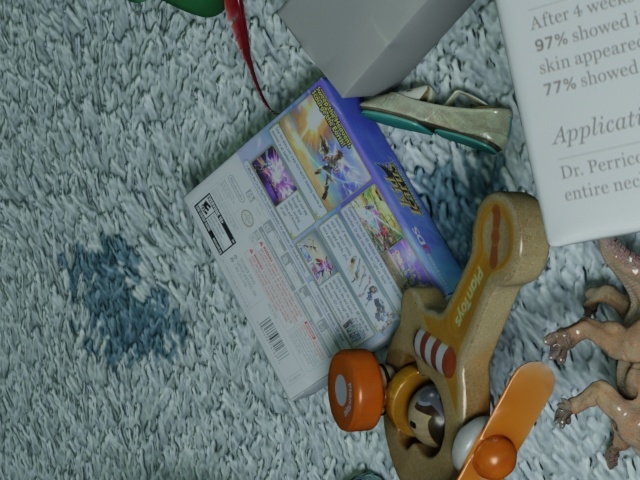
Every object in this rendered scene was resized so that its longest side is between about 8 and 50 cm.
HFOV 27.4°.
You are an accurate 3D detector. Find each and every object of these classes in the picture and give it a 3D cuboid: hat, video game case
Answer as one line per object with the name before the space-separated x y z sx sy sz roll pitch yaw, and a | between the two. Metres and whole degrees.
hat | -0.105 -0.283 1.491 0.173 0.183 0.209 13 71 56
video game case | 0.000 0.000 1.431 0.244 0.061 0.270 -37 75 34

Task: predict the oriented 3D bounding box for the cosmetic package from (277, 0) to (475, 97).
cosmetic package | 0.081 -0.265 1.313 0.238 0.107 0.127 -46 71 34

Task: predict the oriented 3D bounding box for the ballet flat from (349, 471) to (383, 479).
ballet flat | 0.083 0.336 1.418 0.188 0.070 0.070 48 121 20

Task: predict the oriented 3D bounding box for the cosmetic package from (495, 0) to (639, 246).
cosmetic package | 0.340 -0.228 0.991 0.329 0.327 0.394 -10 91 36

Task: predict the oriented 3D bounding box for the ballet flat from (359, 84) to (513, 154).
ballet flat | 0.120 -0.130 1.340 0.168 0.057 0.052 19 85 27

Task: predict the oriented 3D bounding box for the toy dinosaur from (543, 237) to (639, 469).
toy dinosaur | 0.323 0.121 1.182 0.200 0.127 0.296 -7 88 37

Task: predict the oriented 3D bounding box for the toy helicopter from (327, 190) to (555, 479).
toy helicopter | 0.133 0.112 1.206 0.235 0.140 0.355 -111 30 -44
